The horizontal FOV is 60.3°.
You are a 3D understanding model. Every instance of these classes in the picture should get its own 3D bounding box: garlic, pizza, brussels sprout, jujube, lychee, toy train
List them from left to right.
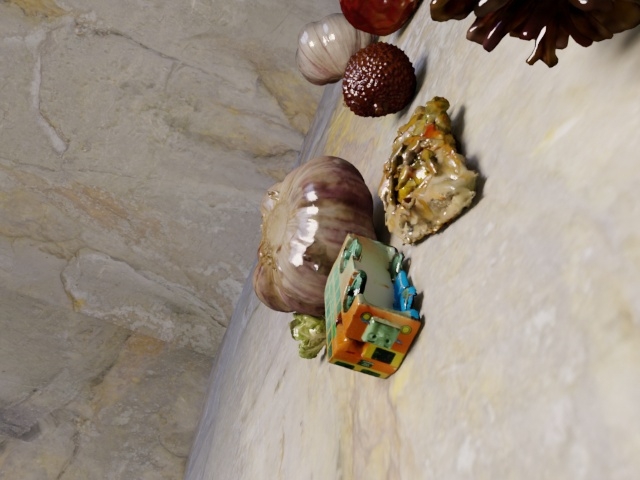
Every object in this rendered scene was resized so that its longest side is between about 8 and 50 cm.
[{"bbox_3d":[-0.007,0.133,0.827,0.085,0.058,0.085,-12,-90,-78],"label":"brussels sprout"},{"bbox_3d":[0.000,0.000,0.794,0.245,0.161,0.244,-35,46,47],"label":"garlic"},{"bbox_3d":[0.053,-0.497,1.562,0.245,0.245,0.252,140,113,-71],"label":"garlic"},{"bbox_3d":[0.052,0.064,0.598,0.188,0.072,0.099,-92,19,-66],"label":"toy train"},{"bbox_3d":[0.095,-0.259,0.892,0.129,0.124,0.123,-84,17,-47],"label":"lychee"},{"bbox_3d":[0.131,-0.534,1.131,0.250,0.174,0.174,133,157,-68],"label":"jujube"},{"bbox_3d":[0.102,-0.071,0.610,0.226,0.069,0.147,-82,18,-54],"label":"pizza"}]

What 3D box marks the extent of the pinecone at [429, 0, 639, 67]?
[{"bbox_3d":[0.141,-0.250,0.320,0.246,0.247,0.291,169,102,-79],"label":"pinecone"}]
